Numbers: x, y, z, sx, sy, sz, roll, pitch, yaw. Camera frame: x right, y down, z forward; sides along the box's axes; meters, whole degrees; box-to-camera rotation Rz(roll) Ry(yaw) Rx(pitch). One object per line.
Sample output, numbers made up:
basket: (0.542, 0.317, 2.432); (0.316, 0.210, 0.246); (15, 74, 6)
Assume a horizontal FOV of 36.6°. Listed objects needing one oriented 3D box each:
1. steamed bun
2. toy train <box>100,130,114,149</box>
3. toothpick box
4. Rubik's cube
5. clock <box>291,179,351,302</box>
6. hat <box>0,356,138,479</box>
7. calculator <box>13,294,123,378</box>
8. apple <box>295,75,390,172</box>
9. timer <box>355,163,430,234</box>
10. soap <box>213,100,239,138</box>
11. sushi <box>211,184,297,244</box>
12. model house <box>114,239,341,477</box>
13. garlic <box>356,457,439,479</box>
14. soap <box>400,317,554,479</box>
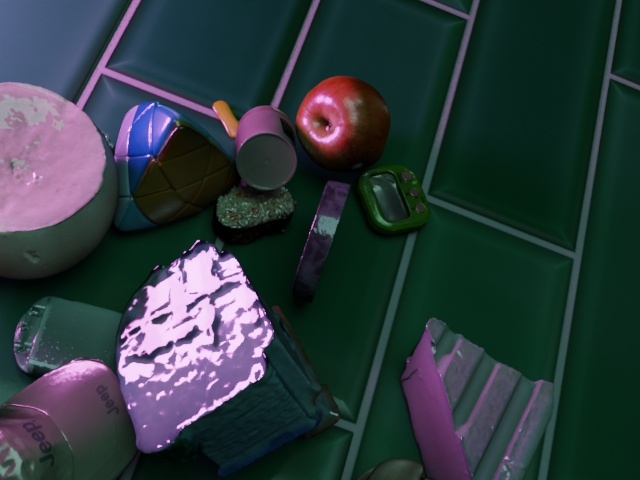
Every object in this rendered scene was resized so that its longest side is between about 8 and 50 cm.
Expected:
steamed bun: (-0.488, -0.087, 1.565); (0.324, 0.206, 0.324); (8, 61, -15)
toy train: (-0.424, -0.174, 1.730); (0.103, 0.044, 0.064); (24, 69, -3)
toothpick box: (-0.098, -0.168, 1.732); (0.111, 0.111, 0.181); (14, 21, -9)
Rubik's cube: (-0.255, -0.157, 1.716); (0.254, 0.254, 0.254); (7, 61, -13)
clock: (0.000, 0.000, 1.658); (0.042, 0.215, 0.215); (18, 59, 0)
hat: (-0.402, 0.288, 1.408); (0.244, 0.149, 0.214); (-44, 77, 9)
calculator: (-0.366, 0.172, 1.554); (0.246, 0.045, 0.141); (15, 59, -8)
apple: (0.047, -0.215, 1.810); (0.199, 0.199, 0.199); (7, 61, -13)
timer: (0.137, -0.077, 1.837); (0.128, 0.047, 0.140); (-10, 66, -23)
soap: (-0.176, -0.232, 1.848); (0.034, 0.012, 0.089); (-22, 71, -26)
sushi: (-0.121, -0.051, 1.729); (0.150, 0.078, 0.090); (-14, 67, -21)
model house: (-0.127, 0.217, 1.522); (0.251, 0.329, 0.295); (-37, 49, 6)
garlic: (0.135, 0.443, 1.489); (0.214, 0.160, 0.191); (42, 65, 12)
soap: (0.206, 0.320, 1.575); (0.258, 0.159, 0.302); (34, 56, -1)
